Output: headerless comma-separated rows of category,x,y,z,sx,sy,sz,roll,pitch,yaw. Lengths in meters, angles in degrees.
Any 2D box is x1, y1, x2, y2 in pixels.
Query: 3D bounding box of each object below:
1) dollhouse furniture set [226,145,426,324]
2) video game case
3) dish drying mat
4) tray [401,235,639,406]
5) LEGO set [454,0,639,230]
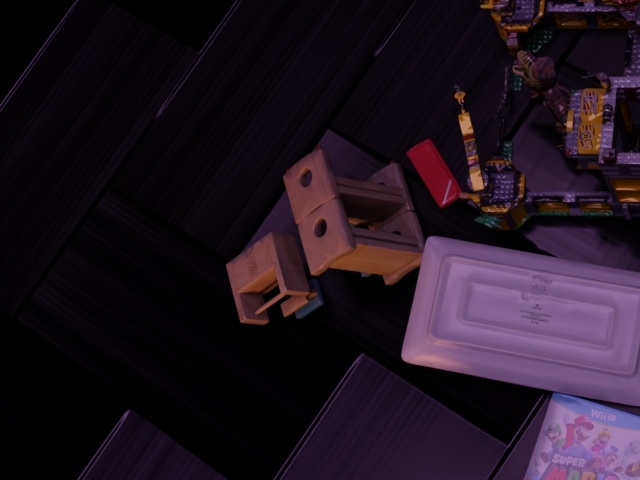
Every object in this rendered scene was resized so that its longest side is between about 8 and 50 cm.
dollhouse furniture set,0.000,0.000,1.719,0.184,0.129,0.129,-35,60,37
video game case,0.271,0.249,1.579,0.119,0.015,0.166,16,77,23
dish drying mat,0.130,-0.077,1.744,0.032,0.008,0.083,-32,65,7
tray,0.229,0.081,1.620,0.270,0.030,0.145,10,73,11
LEGO set,0.263,-0.169,1.630,0.255,0.192,0.331,10,75,21
